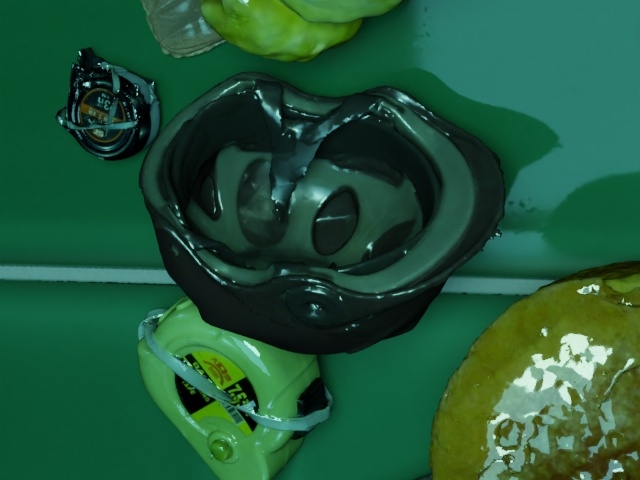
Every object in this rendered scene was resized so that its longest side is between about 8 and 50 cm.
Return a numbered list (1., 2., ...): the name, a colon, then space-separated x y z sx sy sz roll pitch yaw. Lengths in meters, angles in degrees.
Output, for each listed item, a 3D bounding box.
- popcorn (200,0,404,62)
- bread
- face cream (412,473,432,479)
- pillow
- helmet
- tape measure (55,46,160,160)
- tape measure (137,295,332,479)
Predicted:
1. popcorn: 0.022 -0.279 0.983 0.286 0.173 0.225 -28 52 51
2. bread: 0.257 0.192 1.024 0.336 0.204 0.358 3 101 9
3. face cream: 0.067 0.271 1.208 0.283 0.073 0.073 -26 97 25
4. pillow: -0.126 -0.271 1.127 0.135 0.034 0.211 -20 101 21
5. helmet: 0.000 0.000 1.075 0.305 0.225 0.177 18 140 15
6. tape measure: -0.196 -0.119 1.189 0.094 0.054 0.091 33 116 15
7. tape measure: -0.078 0.125 1.198 0.200 0.106 0.175 50 130 2
